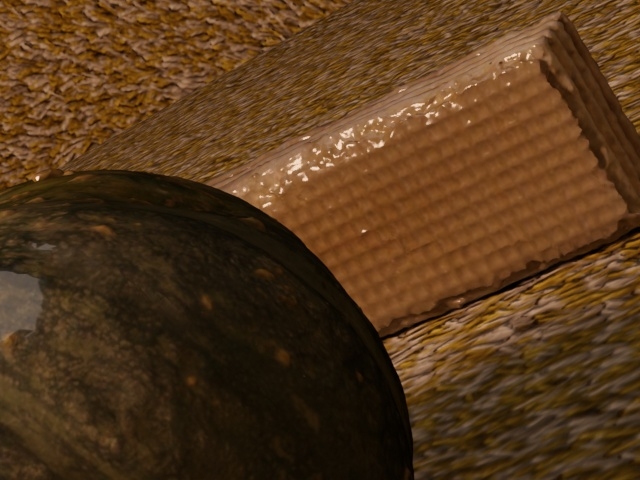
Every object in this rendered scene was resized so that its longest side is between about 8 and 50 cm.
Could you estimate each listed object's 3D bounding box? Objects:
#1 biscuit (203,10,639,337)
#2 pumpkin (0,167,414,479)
[{"bbox_3d":[0.000,0.000,1.226,0.426,0.144,0.078,-26,15,30],"label":"biscuit"},{"bbox_3d":[-0.106,0.098,0.849,0.291,0.257,0.328,-43,18,9],"label":"pumpkin"}]
